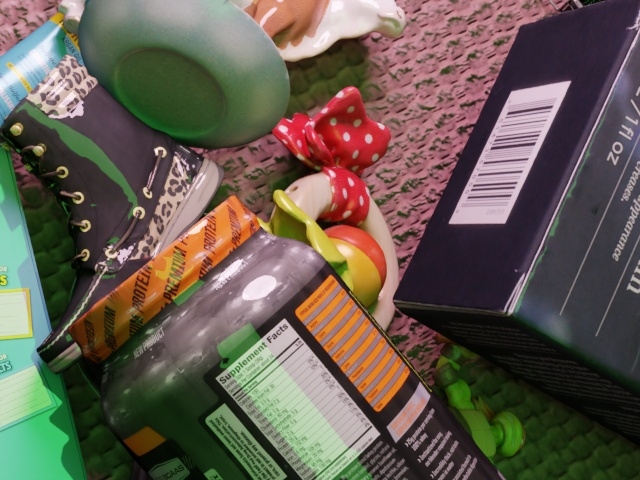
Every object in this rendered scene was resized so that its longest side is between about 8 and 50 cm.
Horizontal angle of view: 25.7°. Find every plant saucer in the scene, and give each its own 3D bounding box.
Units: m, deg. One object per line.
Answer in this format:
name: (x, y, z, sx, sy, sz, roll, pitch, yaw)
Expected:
plant saucer: (-0.124, -0.138, 1.201, 0.195, 0.195, 0.037, 29, 51, -9)

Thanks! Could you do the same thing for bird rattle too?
bird rattle: (0.000, 0.000, 1.252, 0.207, 0.143, 0.253, 61, 30, -24)

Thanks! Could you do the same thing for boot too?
boot: (-0.207, -0.025, 1.161, 0.178, 0.085, 0.236, 41, 61, -13)

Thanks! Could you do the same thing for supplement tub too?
supplement tub: (-0.020, 0.145, 1.053, 0.207, 0.207, 0.338, -40, 93, -18)

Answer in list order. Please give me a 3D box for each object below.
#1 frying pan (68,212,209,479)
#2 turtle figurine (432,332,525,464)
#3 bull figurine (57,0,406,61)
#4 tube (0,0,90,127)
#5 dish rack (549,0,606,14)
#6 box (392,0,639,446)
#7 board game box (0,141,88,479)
frying pan: (-0.114, 0.134, 1.231, 0.197, 0.053, 0.326, -8, 83, -17)
turtle figurine: (0.107, 0.169, 1.266, 0.217, 0.087, 0.269, 2, 67, -33)
bull figurine: (-0.080, -0.220, 1.267, 0.310, 0.101, 0.188, 25, 52, -5)
tube: (-0.252, -0.149, 1.249, 0.207, 0.052, 0.080, -40, 104, -24)
dish rack: (0.251, -0.362, 1.409, 0.208, 0.074, 0.271, -40, 92, -19)
box: (0.318, 0.019, 1.228, 0.395, 0.212, 0.293, 29, 79, -21)
board game box: (-0.346, 0.110, 1.156, 0.254, 0.079, 0.336, -13, 84, -18)
